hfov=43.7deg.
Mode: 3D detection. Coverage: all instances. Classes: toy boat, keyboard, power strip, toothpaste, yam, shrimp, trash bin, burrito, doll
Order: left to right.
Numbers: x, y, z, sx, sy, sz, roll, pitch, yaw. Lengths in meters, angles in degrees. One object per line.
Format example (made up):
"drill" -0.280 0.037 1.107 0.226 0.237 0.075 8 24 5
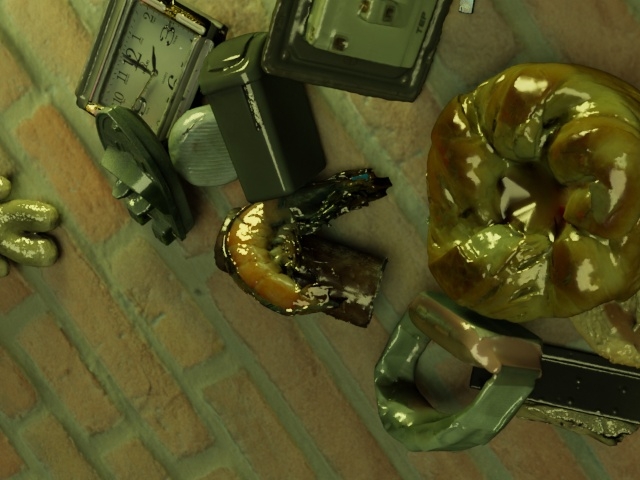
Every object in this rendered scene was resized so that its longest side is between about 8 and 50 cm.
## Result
"doll" -0.616 -0.031 1.453 0.278 0.149 0.175 8 77 2
"toy boat" -0.283 -0.107 1.243 0.141 0.092 0.319 37 159 20
"trash bin" -0.084 -0.191 1.198 0.101 0.176 0.236 -11 106 24
"yam" -0.029 0.043 1.284 0.280 0.131 0.131 20 112 13
"shrimp" 0.000 0.000 1.201 0.291 0.054 0.222 -26 60 -9
"power strip" 0.072 -0.316 1.084 0.251 0.092 0.256 2 119 -29
"toothpaste" 0.212 -0.365 1.130 0.020 0.017 0.083 12 111 15
"burrito" 0.382 0.275 1.260 0.230 0.058 0.063 10 105 13
"keyboard" 0.393 0.213 1.235 0.310 0.018 0.100 10 79 15

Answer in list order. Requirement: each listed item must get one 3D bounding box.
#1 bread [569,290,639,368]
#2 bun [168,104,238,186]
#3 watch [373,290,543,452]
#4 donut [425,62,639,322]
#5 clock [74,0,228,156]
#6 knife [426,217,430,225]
"bread" 0.468 0.062 1.152 0.211 0.224 0.183 53 131 43
"bun" -0.176 -0.156 1.280 0.141 0.083 0.140 -10 123 -15
"watch" 0.187 0.212 1.210 0.162 0.253 0.241 15 102 -32
"donut" 0.287 -0.057 1.063 0.360 0.170 0.360 8 100 49
"clock" -0.273 -0.277 1.282 0.186 0.083 0.253 32 114 7
"knife" 0.235 0.027 1.245 0.184 0.026 0.022 40 118 -1
